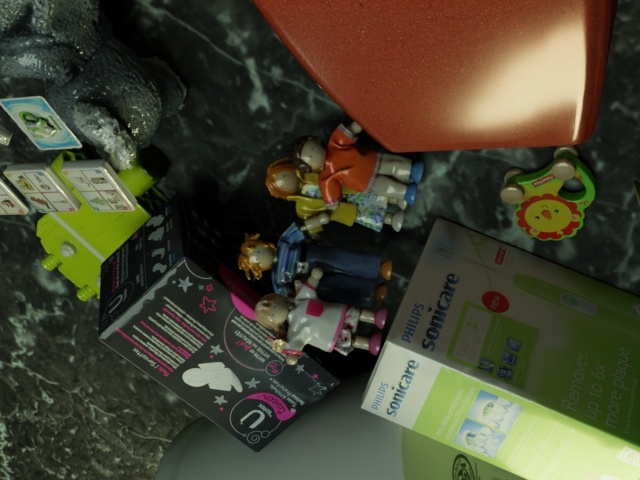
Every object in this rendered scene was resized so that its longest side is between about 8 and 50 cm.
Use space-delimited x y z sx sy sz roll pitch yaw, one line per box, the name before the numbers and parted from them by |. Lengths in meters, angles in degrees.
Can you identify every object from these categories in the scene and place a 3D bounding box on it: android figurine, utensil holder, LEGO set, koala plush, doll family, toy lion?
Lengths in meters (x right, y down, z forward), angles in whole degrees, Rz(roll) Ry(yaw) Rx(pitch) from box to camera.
android figurine | -0.254 -0.006 1.305 0.273 0.056 0.248 -31 111 38
utensil holder | 0.033 0.331 1.275 0.385 0.327 0.327 -24 115 35
LEGO set | -0.305 -0.110 0.999 0.182 0.060 0.244 -1 148 20
koala plush | -0.251 -0.177 1.070 0.221 0.196 0.203 43 122 -8
doll family | 0.000 0.000 1.115 0.163 0.118 0.263 13 92 -5
toy lion | 0.240 -0.042 1.065 0.100 0.034 0.096 -27 120 38

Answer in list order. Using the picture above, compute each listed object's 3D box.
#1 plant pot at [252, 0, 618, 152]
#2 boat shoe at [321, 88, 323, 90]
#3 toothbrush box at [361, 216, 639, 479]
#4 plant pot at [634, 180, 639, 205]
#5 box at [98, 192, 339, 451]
plant pot | 0.121 -0.218 0.829 0.267 0.267 0.236 0 139 25
boat shoe | 0.107 -0.149 1.007 0.228 0.080 0.076 -2 126 17
toothbrush box | 0.213 0.127 1.096 0.283 0.206 0.122 22 134 7
plant pot | 0.354 -0.031 0.994 0.079 0.083 0.083 -20 118 23
box | -0.121 0.096 1.195 0.142 0.163 0.247 -41 118 12
